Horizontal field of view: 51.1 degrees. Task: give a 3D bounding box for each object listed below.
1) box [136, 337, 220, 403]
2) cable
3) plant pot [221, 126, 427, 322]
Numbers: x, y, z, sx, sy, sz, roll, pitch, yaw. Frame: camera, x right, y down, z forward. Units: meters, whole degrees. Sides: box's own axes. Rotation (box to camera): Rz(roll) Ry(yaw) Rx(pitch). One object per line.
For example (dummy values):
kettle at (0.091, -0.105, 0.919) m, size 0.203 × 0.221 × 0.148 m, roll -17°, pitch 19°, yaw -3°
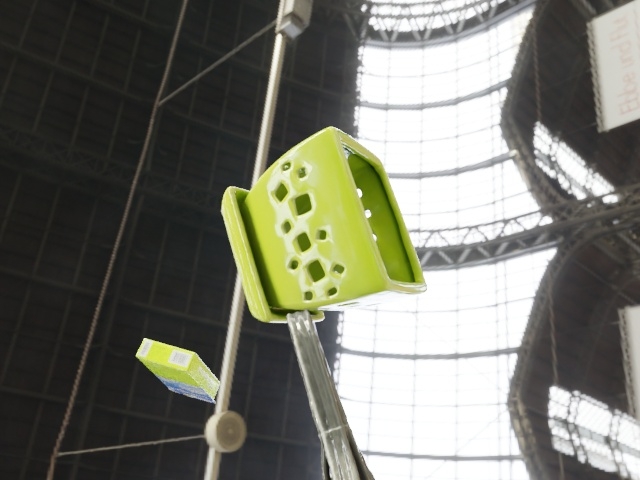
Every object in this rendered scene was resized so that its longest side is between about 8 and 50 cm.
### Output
box at (-0.258, 0.246, 1.247) m, size 0.178 × 0.109 × 0.042 m, roll 74°, pitch -148°, yaw -58°
cable at (0.004, 0.200, 0.596) m, size 0.139 × 0.072 × 0.287 m, roll 66°, pitch -179°, yaw -76°
plant pot at (0.000, 0.000, 0.946) m, size 0.227 × 0.207 × 0.228 m, roll 13°, pitch -122°, yaw -67°
